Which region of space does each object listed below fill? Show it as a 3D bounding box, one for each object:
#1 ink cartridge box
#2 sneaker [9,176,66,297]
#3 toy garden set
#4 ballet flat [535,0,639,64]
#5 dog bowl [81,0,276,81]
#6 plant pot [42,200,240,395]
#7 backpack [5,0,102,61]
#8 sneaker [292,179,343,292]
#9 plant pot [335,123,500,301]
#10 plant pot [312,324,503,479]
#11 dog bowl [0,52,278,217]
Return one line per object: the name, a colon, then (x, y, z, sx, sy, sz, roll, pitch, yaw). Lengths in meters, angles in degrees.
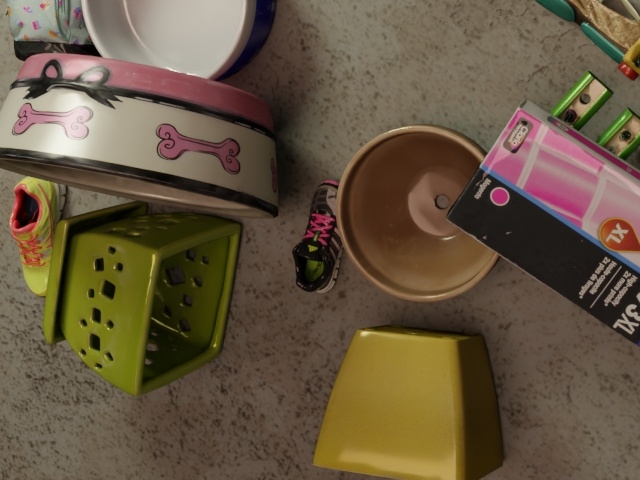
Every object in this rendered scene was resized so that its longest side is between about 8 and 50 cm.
ink cartridge box: (0.354, 0.000, 1.568, 0.371, 0.069, 0.175, 33, 115, 4)
sneaker: (-0.450, -0.008, 2.000, 0.081, 0.094, 0.208, 5, 105, 21)
toy garden set: (0.412, -0.119, 1.567, 0.244, 0.049, 0.204, 42, 112, 3)
ballet flat: (0.340, -0.298, 1.620, 0.206, 0.073, 0.067, 40, 88, 7)
dog bowl: (-0.200, -0.346, 1.810, 0.265, 0.104, 0.265, 5, 104, 22)
plant pot: (-0.272, 0.066, 1.874, 0.207, 0.227, 0.228, 20, 110, 24)
backpack: (-0.392, -0.354, 1.886, 0.152, 0.115, 0.182, 6, 101, 25)
sneaker: (0.000, 0.000, 1.819, 0.063, 0.075, 0.170, 17, 108, 19)
plant pot: (0.148, -0.044, 1.726, 0.237, 0.110, 0.237, 5, 104, 21)
plant pot: (0.130, 0.216, 1.753, 0.212, 0.212, 0.187, 5, 90, 22)
dog bowl: (-0.244, -0.139, 1.730, 0.408, 0.408, 0.150, 10, 87, 21)
